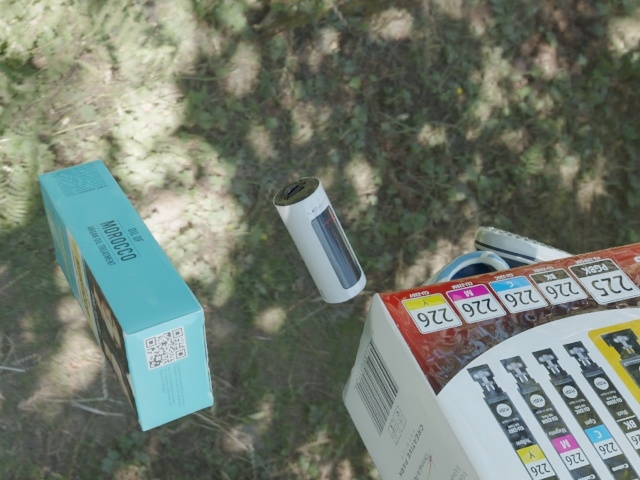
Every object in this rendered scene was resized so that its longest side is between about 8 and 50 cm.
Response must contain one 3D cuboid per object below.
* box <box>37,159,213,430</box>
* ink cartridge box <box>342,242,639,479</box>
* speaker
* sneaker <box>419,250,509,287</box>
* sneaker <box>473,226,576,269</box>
[{"bbox_3d":[-0.166,0.035,0.706,0.060,0.244,0.100,-18,129,-23],"label":"box"},{"bbox_3d":[0.215,0.147,0.587,0.310,0.271,0.130,-10,138,-23],"label":"ink cartridge box"},{"bbox_3d":[0.000,0.000,0.922,0.055,0.055,0.136,-42,122,-28],"label":"speaker"},{"bbox_3d":[0.130,0.098,1.002,0.085,0.086,0.237,44,77,4],"label":"sneaker"},{"bbox_3d":[0.340,0.079,1.163,0.321,0.126,0.127,19,97,-17],"label":"sneaker"}]
